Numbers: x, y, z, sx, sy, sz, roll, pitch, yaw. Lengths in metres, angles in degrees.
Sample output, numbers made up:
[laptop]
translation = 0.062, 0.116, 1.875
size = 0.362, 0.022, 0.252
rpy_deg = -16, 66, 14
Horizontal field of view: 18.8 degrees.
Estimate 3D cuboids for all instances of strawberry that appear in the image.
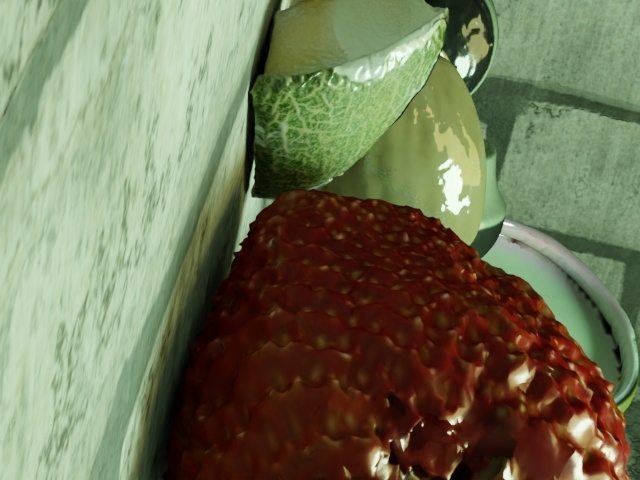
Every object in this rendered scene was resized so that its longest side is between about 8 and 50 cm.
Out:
[strawberry]
translation = 0.046, 0.117, 1.287
size = 0.351, 0.312, 0.267
rpy_deg = -95, -156, -44

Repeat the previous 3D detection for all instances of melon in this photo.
[melon]
translation = -0.012, -0.106, 1.345
size = 0.202, 0.093, 0.139
rpy_deg = -49, 159, 24

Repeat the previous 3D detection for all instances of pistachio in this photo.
[pistachio]
translation = 0.053, -0.074, 1.505
size = 0.238, 0.153, 0.137
rpy_deg = 56, 15, -34

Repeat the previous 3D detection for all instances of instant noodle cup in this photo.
[instant noodle cup]
translation = 0.135, 0.146, 1.850
size = 0.254, 0.326, 0.325
rpy_deg = -53, -167, 38

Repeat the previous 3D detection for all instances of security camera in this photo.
[security camera]
translation = 0.073, -0.128, 1.673
size = 0.191, 0.197, 0.277
rpy_deg = -93, -173, -75
